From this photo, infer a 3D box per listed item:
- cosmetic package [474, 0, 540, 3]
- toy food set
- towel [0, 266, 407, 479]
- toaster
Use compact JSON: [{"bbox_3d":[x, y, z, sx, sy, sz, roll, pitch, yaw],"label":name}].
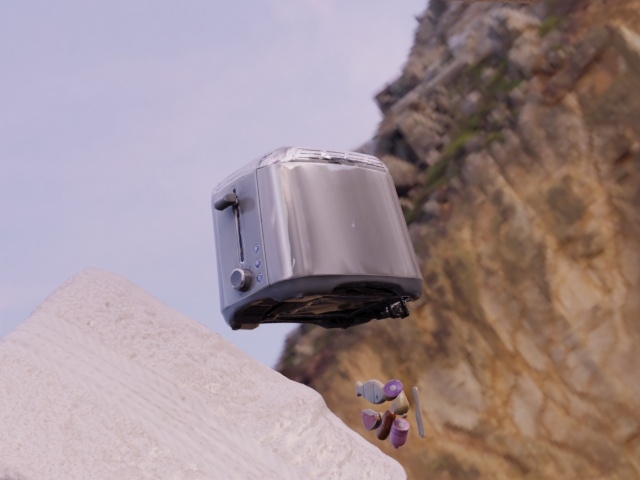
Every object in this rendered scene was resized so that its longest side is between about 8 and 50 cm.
[{"bbox_3d":[0.067,-0.229,0.823,0.238,0.127,0.107,-3,-9,-27],"label":"cosmetic package"},{"bbox_3d":[0.073,0.195,1.425,0.019,0.078,0.122,-8,-3,-30],"label":"toy food set"},{"bbox_3d":[-0.089,0.129,0.755,0.187,0.282,0.049,-42,-22,-51],"label":"towel"},{"bbox_3d":[0.000,0.000,1.184,0.227,0.146,0.129,2,-21,-42],"label":"toaster"}]
